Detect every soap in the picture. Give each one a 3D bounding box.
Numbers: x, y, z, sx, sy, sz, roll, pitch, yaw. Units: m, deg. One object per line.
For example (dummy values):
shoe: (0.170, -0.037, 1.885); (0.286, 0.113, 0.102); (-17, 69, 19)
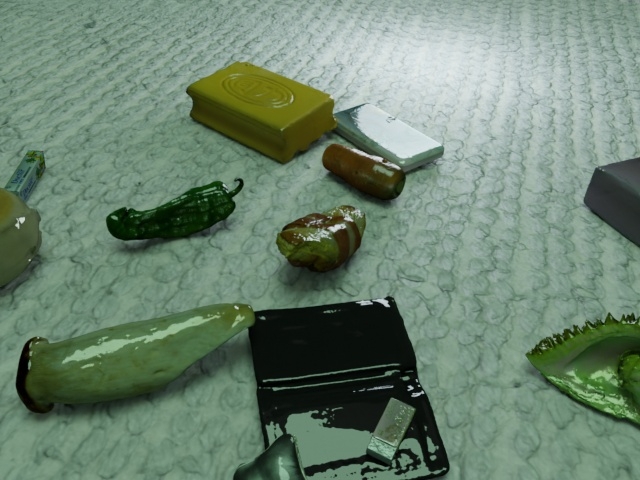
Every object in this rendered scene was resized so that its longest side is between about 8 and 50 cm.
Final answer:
soap: (-0.140, -0.315, 1.595); (0.324, 0.096, 0.204); (28, 49, 29)
soap: (0.739, -0.069, 1.341); (0.296, 0.107, 0.285); (-13, 39, -20)

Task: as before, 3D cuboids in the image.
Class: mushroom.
mushroom: (-0.253, 0.163, 0.957); (0.333, 0.107, 0.087); (-9, -4, -18)

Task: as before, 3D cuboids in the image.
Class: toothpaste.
toothpaste: (-0.595, -0.124, 1.359); (0.034, 0.046, 0.164); (4, 36, -5)

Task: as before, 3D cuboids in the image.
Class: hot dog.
hot dog: (0.002, 0.006, 1.197); (0.123, 0.093, 0.261); (16, 22, 30)

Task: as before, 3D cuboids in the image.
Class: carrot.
carrot: (0.087, -0.146, 1.414); (0.193, 0.087, 0.087); (26, 42, 30)

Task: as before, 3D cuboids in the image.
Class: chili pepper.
chili pepper: (-0.260, -0.052, 1.243); (0.257, 0.100, 0.074); (-22, 38, -26)

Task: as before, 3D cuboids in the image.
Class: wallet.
wallet: (0.032, 0.209, 0.963); (0.247, 0.041, 0.323); (-4, 44, -11)

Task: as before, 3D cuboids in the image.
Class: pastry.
pastry: (-0.606, -0.004, 1.123); (0.265, 0.133, 0.265); (2, 36, -2)

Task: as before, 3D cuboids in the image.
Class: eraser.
eraser: (0.092, 0.249, 0.884); (0.038, 0.019, 0.083); (23, 48, 15)

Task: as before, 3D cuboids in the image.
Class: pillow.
pillow: (-0.044, 0.305, 0.803); (0.091, 0.055, 0.135); (-20, 48, -17)

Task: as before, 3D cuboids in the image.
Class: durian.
durian: (0.495, 0.216, 0.970); (0.355, 0.157, 0.169); (32, 81, 34)

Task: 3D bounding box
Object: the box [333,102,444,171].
box: (0.148, -0.246, 1.587); (0.142, 0.044, 0.285); (-25, 45, -27)
